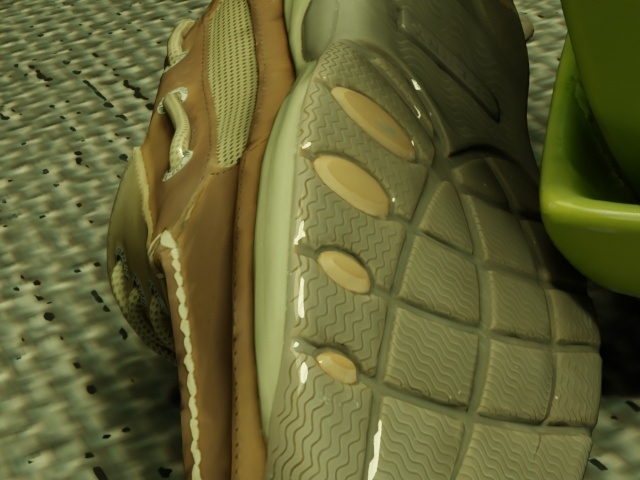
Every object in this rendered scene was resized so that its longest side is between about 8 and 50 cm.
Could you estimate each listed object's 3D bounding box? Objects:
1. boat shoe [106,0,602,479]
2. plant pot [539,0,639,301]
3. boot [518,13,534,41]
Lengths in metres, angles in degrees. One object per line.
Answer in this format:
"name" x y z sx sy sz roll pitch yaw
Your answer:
"boat shoe" 0.000 0.000 0.495 0.116 0.123 0.324 -37 24 25
"plant pot" 0.172 -0.101 0.481 0.228 0.207 0.227 5 27 9
"boot" 0.029 -0.096 0.768 0.106 0.037 0.114 -19 30 -16
